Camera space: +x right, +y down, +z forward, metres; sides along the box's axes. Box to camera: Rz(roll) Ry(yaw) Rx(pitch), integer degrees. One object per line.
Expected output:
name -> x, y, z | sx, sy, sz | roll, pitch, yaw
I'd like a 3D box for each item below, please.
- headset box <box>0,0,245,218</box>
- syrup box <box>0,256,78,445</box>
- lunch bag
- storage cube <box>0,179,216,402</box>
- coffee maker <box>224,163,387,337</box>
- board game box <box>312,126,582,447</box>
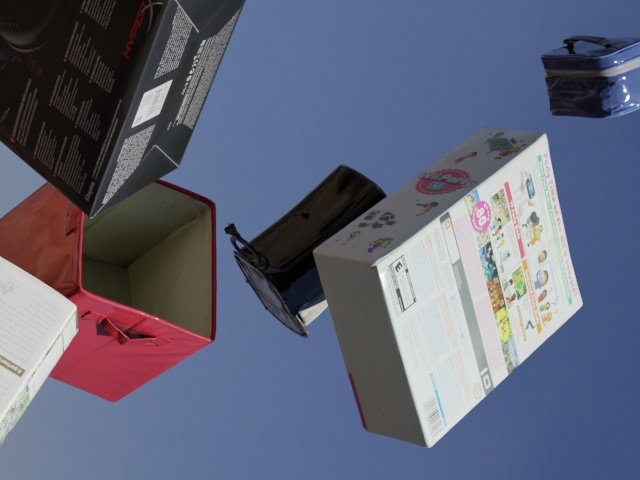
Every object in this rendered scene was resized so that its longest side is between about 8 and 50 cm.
headset box -> -0.211, -0.196, 1.281 | 0.110, 0.293, 0.218 | -35, 157, -46
syrup box -> -0.325, 0.143, 1.603 | 0.237, 0.096, 0.093 | -57, 176, -18
lunch bag -> 0.237, -0.145, 1.499 | 0.098, 0.067, 0.065 | 9, -65, 54
storage cube -> -0.246, 0.045, 1.953 | 0.193, 0.184, 0.215 | -33, -134, 39
coffee maker -> 0.000, 0.000, 2.028 | 0.120, 0.178, 0.171 | 41, -15, 25
board game box -> 0.146, 0.043, 1.872 | 0.097, 0.303, 0.224 | 9, -56, 43
